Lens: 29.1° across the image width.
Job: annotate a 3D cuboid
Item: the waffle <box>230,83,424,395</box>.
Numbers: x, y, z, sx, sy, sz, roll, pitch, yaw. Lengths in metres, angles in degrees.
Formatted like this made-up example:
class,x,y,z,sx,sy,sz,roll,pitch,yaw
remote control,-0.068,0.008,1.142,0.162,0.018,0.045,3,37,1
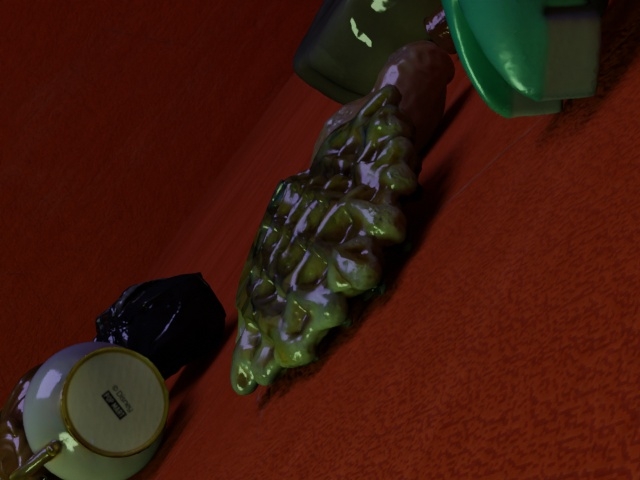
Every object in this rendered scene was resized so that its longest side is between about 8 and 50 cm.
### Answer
class,x,y,z,sx,sy,sz,roll,pitch,yaw
waffle,-0.002,-0.002,0.898,0.204,0.054,0.223,-39,29,41

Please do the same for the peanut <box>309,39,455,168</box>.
class,x,y,z,sx,sy,sz,roll,pitch,yaw
peanut,0.048,-0.092,1.026,0.174,0.080,0.080,-54,9,-2

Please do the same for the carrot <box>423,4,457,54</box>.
class,x,y,z,sx,sy,sz,roll,pitch,yaw
carrot,0.158,-0.241,1.170,0.139,0.048,0.048,-46,11,25

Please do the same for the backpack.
class,x,y,z,sx,sy,sz,roll,pitch,yaw
backpack,-0.170,0.090,1.309,0.120,0.106,0.165,-28,-8,-39

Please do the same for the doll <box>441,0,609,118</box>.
class,x,y,z,sx,sy,sz,roll,pitch,yaw
doll,0.140,-0.203,0.703,0.195,0.153,0.258,-112,17,-66

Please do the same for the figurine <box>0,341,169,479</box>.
class,x,y,z,sx,sy,sz,roll,pitch,yaw
figurine,-0.242,0.182,1.209,0.189,0.142,0.263,-31,0,-33

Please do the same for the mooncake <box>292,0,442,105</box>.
class,x,y,z,sx,sy,sz,roll,pitch,yaw
mooncake,0.083,-0.279,1.432,0.275,0.135,0.275,-54,9,13
